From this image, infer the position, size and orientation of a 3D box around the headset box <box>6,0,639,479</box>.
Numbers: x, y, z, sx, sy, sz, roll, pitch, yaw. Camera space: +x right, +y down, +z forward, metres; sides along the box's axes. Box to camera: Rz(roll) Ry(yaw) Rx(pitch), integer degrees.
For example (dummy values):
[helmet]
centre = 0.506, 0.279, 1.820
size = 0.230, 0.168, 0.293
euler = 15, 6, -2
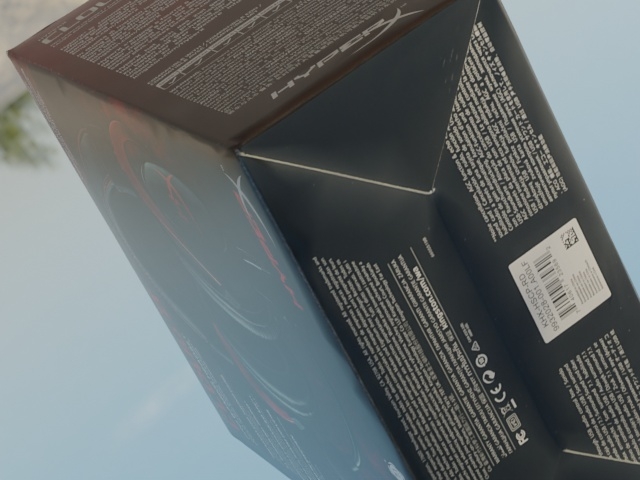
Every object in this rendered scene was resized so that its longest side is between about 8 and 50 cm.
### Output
[headset box]
centre = 0.000, 0.000, 0.802
size = 0.110, 0.218, 0.293
euler = -35, -156, -15
